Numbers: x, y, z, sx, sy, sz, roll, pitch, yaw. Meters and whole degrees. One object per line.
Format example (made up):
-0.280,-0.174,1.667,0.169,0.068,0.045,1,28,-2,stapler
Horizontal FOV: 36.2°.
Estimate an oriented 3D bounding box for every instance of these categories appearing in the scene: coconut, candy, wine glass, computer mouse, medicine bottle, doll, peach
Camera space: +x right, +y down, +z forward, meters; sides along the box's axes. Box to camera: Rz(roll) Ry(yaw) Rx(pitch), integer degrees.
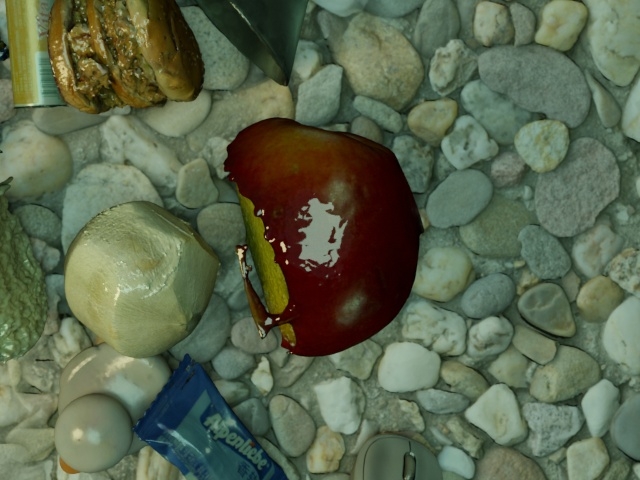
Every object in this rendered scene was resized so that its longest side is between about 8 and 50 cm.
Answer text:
-0.291,0.067,1.650,0.247,0.245,0.245,31,93,26,coconut
-0.185,0.379,1.732,0.331,0.077,0.187,55,47,-21,candy
-0.007,-0.489,1.634,0.406,0.267,0.267,-45,98,-4,wine glass
0.122,0.501,1.773,0.184,0.121,0.297,25,78,-10,computer mouse
-0.493,-0.438,1.662,0.108,0.108,0.426,-2,97,-5,medicine bottle
-0.366,0.293,1.694,0.221,0.221,0.251,38,91,-8,doll
0.013,-0.018,1.635,0.310,0.335,0.406,-14,91,-3,peach

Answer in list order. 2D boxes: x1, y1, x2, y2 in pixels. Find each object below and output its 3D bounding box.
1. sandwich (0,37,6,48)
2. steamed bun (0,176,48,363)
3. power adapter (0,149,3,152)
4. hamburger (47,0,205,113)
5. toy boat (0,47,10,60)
-0.586,-0.361,1.681,0.069,0.026,0.101,-17,54,-24,sandwich
-0.590,0.082,1.622,0.273,0.290,0.272,-21,104,15,steamed bun
-0.672,-0.166,1.662,0.255,0.124,0.187,-5,97,-4,power adapter
-0.321,-0.321,1.637,0.211,0.260,0.245,-14,53,11,hamburger
-0.578,-0.335,1.700,0.083,0.038,0.038,10,95,-7,toy boat
